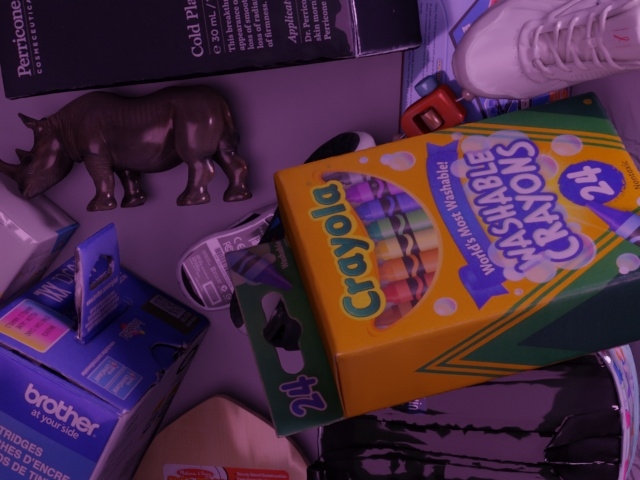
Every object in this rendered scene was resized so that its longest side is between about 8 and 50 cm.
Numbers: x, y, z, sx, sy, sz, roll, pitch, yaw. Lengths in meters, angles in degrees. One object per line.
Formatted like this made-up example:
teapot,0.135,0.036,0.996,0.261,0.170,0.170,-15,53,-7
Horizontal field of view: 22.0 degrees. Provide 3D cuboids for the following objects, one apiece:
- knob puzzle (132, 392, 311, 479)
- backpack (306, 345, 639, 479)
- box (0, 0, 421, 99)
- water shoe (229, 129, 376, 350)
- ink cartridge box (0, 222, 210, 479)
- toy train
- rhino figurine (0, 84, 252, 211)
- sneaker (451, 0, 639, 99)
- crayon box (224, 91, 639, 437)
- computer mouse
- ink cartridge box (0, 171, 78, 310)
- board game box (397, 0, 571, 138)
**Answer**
knob puzzle,-0.082,0.230,1.516,0.213,0.030,0.213,4,106,14
backpack,0.135,0.145,1.356,0.253,0.191,0.225,3,99,21
box,-0.106,-0.304,1.337,0.312,0.179,0.343,-4,98,20
water shoe,0.000,0.000,1.407,0.080,0.073,0.203,27,104,-27
ink cartridge box,-0.241,0.181,1.429,0.151,0.270,0.395,30,107,3
toy train,0.102,-0.048,1.386,0.125,0.046,0.166,-27,104,27
rhino figurine,-0.182,-0.081,1.468,0.243,0.073,0.106,-3,94,19
sneaker,0.217,-0.165,1.292,0.232,0.115,0.090,-16,101,3
crayon box,0.095,0.013,1.269,0.322,0.203,0.083,-15,137,-5
computer mouse,-0.039,-0.001,1.460,0.193,0.042,0.106,-24,98,13
ink cartridge box,-0.309,0.019,1.512,0.090,0.092,0.143,39,109,6
board game box,0.143,-0.219,1.373,0.145,0.027,0.281,6,102,16
